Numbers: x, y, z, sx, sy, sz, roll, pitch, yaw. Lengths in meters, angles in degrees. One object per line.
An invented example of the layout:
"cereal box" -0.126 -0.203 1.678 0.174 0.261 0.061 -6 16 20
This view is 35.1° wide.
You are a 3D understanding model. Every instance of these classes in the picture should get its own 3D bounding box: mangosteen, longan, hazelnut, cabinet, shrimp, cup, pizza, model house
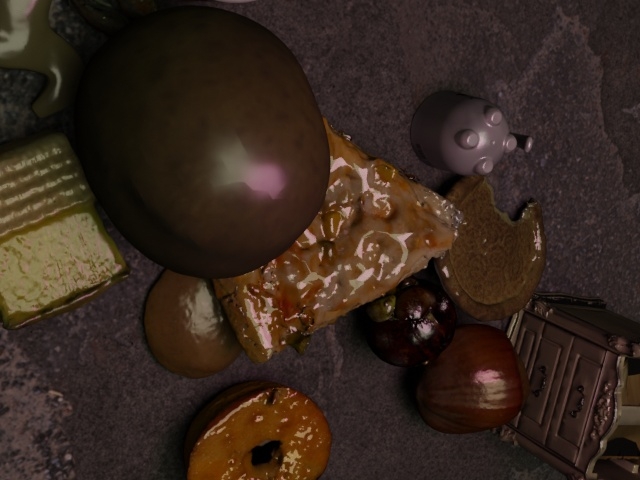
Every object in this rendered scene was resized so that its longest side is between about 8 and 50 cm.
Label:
"mangosteen" 0.140 0.124 1.707 0.172 0.172 0.184 -42 85 -12
"longan" -0.155 -0.129 1.334 0.360 0.361 0.361 -8 108 -26
"hazelnut" 0.272 0.256 1.791 0.210 0.186 0.210 -49 150 -41
"cabinet" 0.500 0.278 1.844 0.227 0.318 0.290 8 101 -30
"shrimp" -0.283 -0.335 1.337 0.126 0.223 0.048 8 65 6
"cup" 0.258 -0.164 1.692 0.173 0.142 0.134 37 85 -31
"pizza" -0.032 -0.001 1.553 0.435 0.080 0.392 34 85 -10
"model house" -0.393 -0.028 1.360 0.193 0.175 0.234 -26 118 -19

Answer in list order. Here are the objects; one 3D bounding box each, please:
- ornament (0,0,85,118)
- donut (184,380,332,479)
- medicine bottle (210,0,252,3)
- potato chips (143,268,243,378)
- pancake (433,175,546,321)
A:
"ornament" -0.407 -0.284 1.347 0.244 0.061 0.230 7 102 -27
"donut" -0.106 0.344 1.655 0.253 0.118 0.254 -9 107 -29
"medicine bottle" -0.155 -0.437 1.341 0.237 0.232 0.238 -7 107 -26
"potato chips" -0.178 0.121 1.586 0.195 0.062 0.208 28 92 -29
"pancake" 0.307 0.006 1.795 0.286 0.033 0.288 -39 116 -29
